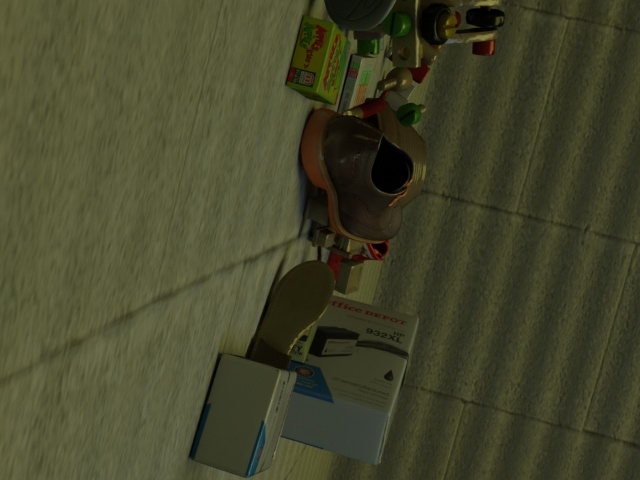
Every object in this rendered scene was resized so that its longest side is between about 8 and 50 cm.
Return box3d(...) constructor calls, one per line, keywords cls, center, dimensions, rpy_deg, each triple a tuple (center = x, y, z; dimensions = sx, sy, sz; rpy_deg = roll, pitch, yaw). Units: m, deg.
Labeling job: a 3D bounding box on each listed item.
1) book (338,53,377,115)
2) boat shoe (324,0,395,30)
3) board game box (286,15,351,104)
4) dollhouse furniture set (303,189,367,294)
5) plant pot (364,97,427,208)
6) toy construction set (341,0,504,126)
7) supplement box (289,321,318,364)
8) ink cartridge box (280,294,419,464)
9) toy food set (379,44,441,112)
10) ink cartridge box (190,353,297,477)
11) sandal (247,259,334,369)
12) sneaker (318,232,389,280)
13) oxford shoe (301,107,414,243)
box3d(cls="book", center=(0.055, -0.251, 1.969), dimensions=(0.096, 0.035, 0.144), rpy_deg=(-35, 141, -73))
box3d(cls="boat shoe", center=(0.076, -0.428, 1.442), dimensions=(0.103, 0.118, 0.320), rpy_deg=(-31, 129, -73))
box3d(cls="board game box", center=(0.000, -0.238, 1.519), dimensions=(0.181, 0.043, 0.092), rpy_deg=(-12, 117, -82))
box3d(cls="dollhouse furniture set", center=(0.000, 0.000, 1.948), dimensions=(0.161, 0.101, 0.181), rpy_deg=(-14, 122, -53))
box3d(cls="plant pot", center=(0.126, -0.140, 2.075), dimensions=(0.237, 0.110, 0.237), rpy_deg=(-177, -90, -76))
box3d(cls="toy construction set", center=(0.106, -0.298, 1.698), dimensions=(0.237, 0.257, 0.308), rpy_deg=(-31, 149, -55))
box3d(cls="supplement box", center=(-0.040, 0.153, 1.944), dimensions=(0.083, 0.056, 0.083), rpy_deg=(96, 12, -51))
box3d(cls="ink cartridge box", center=(0.043, 0.245, 2.106), dimensions=(0.307, 0.223, 0.129), rpy_deg=(-64, 166, -57))
box3d(cls="toy food set", center=(0.166, -0.363, 2.425), dimensions=(0.232, 0.104, 0.111), rpy_deg=(-57, -174, -2))
box3d(cls="ink cartridge box", center=(-0.100, 0.238, 1.558), dimensions=(0.203, 0.086, 0.148), rpy_deg=(61, 45, -81))
box3d(cls="sandal", center=(-0.064, 0.132, 1.763), dimensions=(0.079, 0.088, 0.240), rpy_deg=(-32, -155, 53))
box3d(cls="sneaker", center=(0.064, 0.035, 2.205), dimensions=(0.221, 0.128, 0.087), rpy_deg=(86, 20, -68))
box3d(cls="oxford shoe", center=(0.085, -0.079, 1.788), dimensions=(0.363, 0.133, 0.130), rpy_deg=(48, 57, -61))
